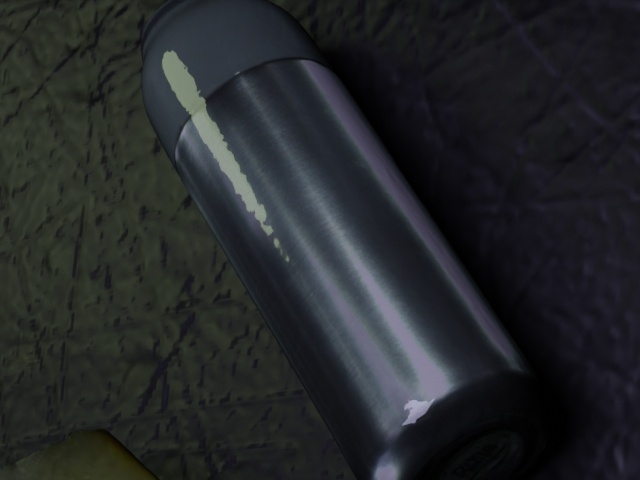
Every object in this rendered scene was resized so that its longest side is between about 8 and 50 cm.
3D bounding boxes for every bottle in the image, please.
[{"bbox_3d":[0.000,0.000,0.762,0.253,0.079,0.096,58,149,34],"label":"bottle"}]

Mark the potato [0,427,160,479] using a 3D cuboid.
[{"bbox_3d":[-0.095,0.170,0.793,0.149,0.081,0.120,59,143,18],"label":"potato"}]
